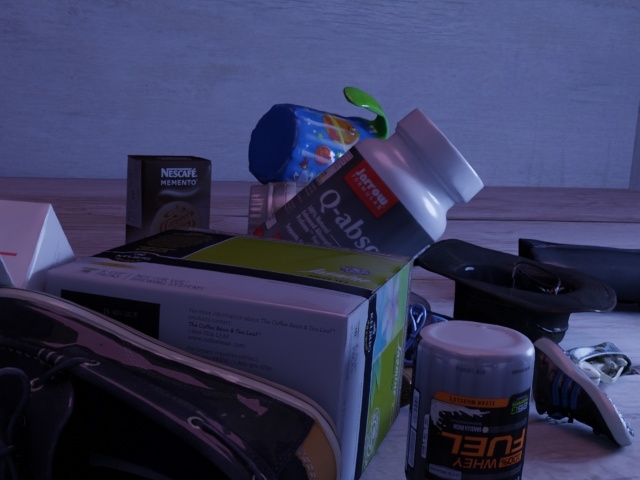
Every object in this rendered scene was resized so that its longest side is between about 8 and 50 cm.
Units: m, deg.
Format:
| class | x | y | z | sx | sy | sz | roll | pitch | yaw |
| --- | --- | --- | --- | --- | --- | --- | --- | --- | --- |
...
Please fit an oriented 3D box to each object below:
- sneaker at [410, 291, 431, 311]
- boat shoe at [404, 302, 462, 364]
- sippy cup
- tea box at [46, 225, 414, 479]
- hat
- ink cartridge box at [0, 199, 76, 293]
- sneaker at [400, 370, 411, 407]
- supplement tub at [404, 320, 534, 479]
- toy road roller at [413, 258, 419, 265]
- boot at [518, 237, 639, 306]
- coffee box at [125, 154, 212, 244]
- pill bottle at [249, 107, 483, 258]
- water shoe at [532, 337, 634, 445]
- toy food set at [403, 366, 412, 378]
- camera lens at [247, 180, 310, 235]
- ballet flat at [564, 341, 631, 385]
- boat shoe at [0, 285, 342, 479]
| class | x | y | z | sx | sy | sz | roll | pitch | yaw |
| --- | --- | --- | --- | --- | --- | --- | --- | --- | --- |
| sneaker | 0.089 | 0.143 | 1.401 | 0.232 | 0.090 | 0.115 | -13 | 24 | -29 |
| boat shoe | 0.143 | 0.131 | 1.312 | 0.258 | 0.109 | 0.089 | 3 | 3 | -36 |
| sippy cup | -0.018 | -0.169 | 1.841 | 0.224 | 0.305 | 0.240 | 17 | 1 | -38 |
| tea box | -0.088 | 0.126 | 1.038 | 0.329 | 0.220 | 0.323 | 7 | 12 | 17 |
| hat | 0.311 | 0.108 | 1.501 | 0.331 | 0.134 | 0.331 | 9 | 17 | -3 |
| ink cartridge box | -0.382 | 0.057 | 1.012 | 0.207 | 0.353 | 0.119 | 5 | 55 | 5 |
| sneaker | 0.041 | 0.176 | 1.224 | 0.192 | 0.064 | 0.086 | 12 | 3 | 16 |
| supplement tub | 0.144 | 0.183 | 0.886 | 0.117 | 0.190 | 0.117 | 2 | 11 | 0 |
| toy road roller | 0.109 | -0.063 | 2.022 | 0.202 | 0.240 | 0.329 | 10 | 13 | 33 |
| boot | 0.619 | 0.073 | 1.707 | 0.445 | 0.146 | 0.367 | 7 | 1 | 1 |
| coffee box | -0.297 | -0.039 | 1.754 | 0.141 | 0.246 | 0.098 | -4 | 13 | -31 |
| pill bottle | 0.073 | -0.037 | 1.491 | 0.363 | 0.210 | 0.210 | -41 | 7 | 6 |
| water shoe | 0.323 | 0.210 | 1.167 | 0.073 | 0.080 | 0.203 | 47 | 5 | -33 |
| toy food set | 0.116 | 0.196 | 1.258 | 0.082 | 0.020 | 0.083 | 4 | 11 | 2 |
| camera lens | 0.000 | 0.000 | 1.716 | 0.274 | 0.219 | 0.219 | 3 | 11 | -3 |
| ballet flat | 0.386 | 0.186 | 1.297 | 0.188 | 0.070 | 0.070 | -11 | 17 | -40 |
| boat shoe | -0.231 | 0.169 | 0.824 | 0.500 | 0.187 | 0.156 | 14 | 24 | 13 |
